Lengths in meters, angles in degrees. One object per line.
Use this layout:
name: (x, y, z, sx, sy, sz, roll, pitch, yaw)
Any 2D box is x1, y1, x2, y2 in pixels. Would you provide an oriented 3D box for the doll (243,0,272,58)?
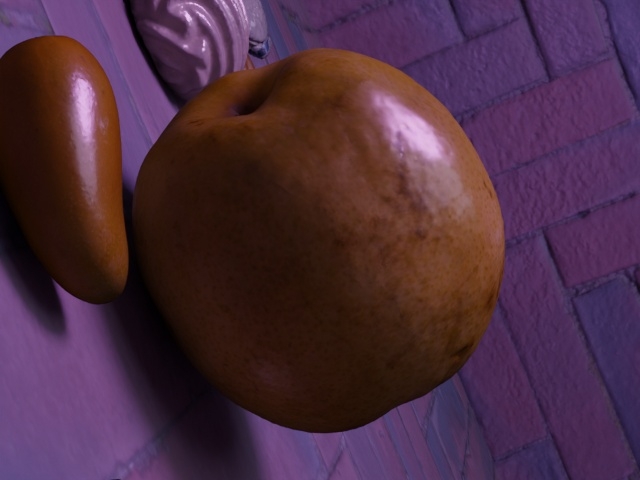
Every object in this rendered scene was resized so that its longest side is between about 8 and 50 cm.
doll: (-0.121, -0.330, 1.866, 0.214, 0.072, 0.103, 48, 20, -55)

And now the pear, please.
pear: (0.000, 0.000, 1.067, 0.314, 0.314, 0.314, -22, 90, -81)

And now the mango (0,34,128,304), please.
mango: (-0.172, -0.047, 0.853, 0.102, 0.085, 0.184, 44, 35, -78)

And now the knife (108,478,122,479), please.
knife: (-0.101, 0.223, 0.845, 0.023, 0.010, 0.170, -76, 145, -65)

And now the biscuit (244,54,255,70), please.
biscuit: (-0.124, -0.224, 1.694, 0.309, 0.040, 0.204, 44, 26, -70)

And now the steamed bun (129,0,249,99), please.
steamed bun: (-0.139, -0.245, 1.439, 0.183, 0.106, 0.182, -22, 90, -82)
